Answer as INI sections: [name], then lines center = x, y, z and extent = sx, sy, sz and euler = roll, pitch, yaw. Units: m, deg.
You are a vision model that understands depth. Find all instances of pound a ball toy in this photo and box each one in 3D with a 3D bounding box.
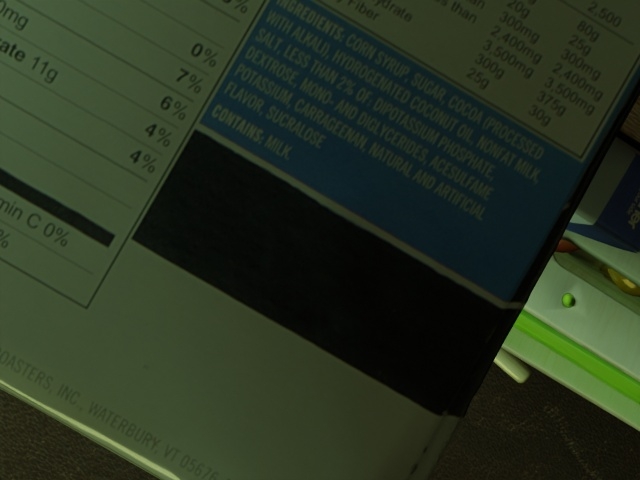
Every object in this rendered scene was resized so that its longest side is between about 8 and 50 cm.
[pound a ball toy]
center = 0.220, 0.050, 1.282
extent = 0.319, 0.136, 0.208
euler = 31, 162, -13

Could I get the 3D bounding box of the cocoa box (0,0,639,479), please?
[cocoa box]
center = -0.035, -0.053, 0.593
extent = 0.231, 0.228, 0.347
euler = 30, 180, -3

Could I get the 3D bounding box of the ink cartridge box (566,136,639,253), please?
[ink cartridge box]
center = 0.094, -0.078, 0.936
extent = 0.311, 0.065, 0.186
euler = 28, -179, -22
